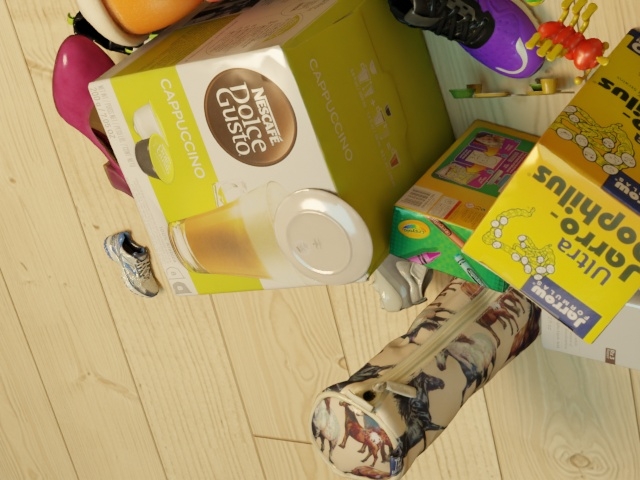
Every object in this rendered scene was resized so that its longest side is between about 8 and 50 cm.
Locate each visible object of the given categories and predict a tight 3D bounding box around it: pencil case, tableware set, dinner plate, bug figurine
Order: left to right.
[{"bbox_3d":[0.000,0.000,1.698,0.141,0.017,0.141,16,126,23],"label":"dinner plate"},{"bbox_3d":[0.167,0.172,1.907,0.160,0.410,0.183,43,145,11],"label":"pencil case"},{"bbox_3d":[0.255,-0.205,1.796,0.154,0.104,0.024,2,97,40],"label":"tableware set"},{"bbox_3d":[0.327,-0.333,1.618,0.216,0.279,0.072,40,176,26],"label":"bug figurine"}]

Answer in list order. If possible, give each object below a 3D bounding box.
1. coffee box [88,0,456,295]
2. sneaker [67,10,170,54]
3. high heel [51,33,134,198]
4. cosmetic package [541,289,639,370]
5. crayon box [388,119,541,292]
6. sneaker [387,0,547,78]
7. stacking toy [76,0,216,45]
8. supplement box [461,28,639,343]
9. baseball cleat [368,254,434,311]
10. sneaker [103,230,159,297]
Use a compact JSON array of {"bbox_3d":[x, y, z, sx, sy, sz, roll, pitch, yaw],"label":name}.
[{"bbox_3d":[-0.049,-0.158,1.859,0.334,0.338,0.338,-5,116,34],"label":"coffee box"},{"bbox_3d":[-0.290,-0.308,2.080,0.234,0.097,0.084,22,129,20],"label":"sneaker"},{"bbox_3d":[-0.292,-0.171,2.107,0.181,0.127,0.377,25,158,27],"label":"high heel"},{"bbox_3d":[0.436,0.113,1.895,0.231,0.085,0.117,12,125,28],"label":"cosmetic package"},{"bbox_3d":[0.227,-0.053,1.790,0.165,0.278,0.081,19,127,22],"label":"crayon box"},{"bbox_3d":[0.163,-0.305,1.757,0.293,0.146,0.102,44,132,0],"label":"sneaker"},{"bbox_3d":[-0.089,-0.453,1.765,0.479,0.351,0.351,-4,118,12],"label":"stacking toy"},{"bbox_3d":[0.359,-0.076,1.639,0.194,0.356,0.195,36,132,7],"label":"supplement box"},{"bbox_3d":[0.113,0.005,2.027,0.109,0.072,0.206,-18,77,9],"label":"baseball cleat"},{"bbox_3d":[-0.327,0.042,2.363,0.058,0.052,0.135,-30,100,37],"label":"sneaker"}]
